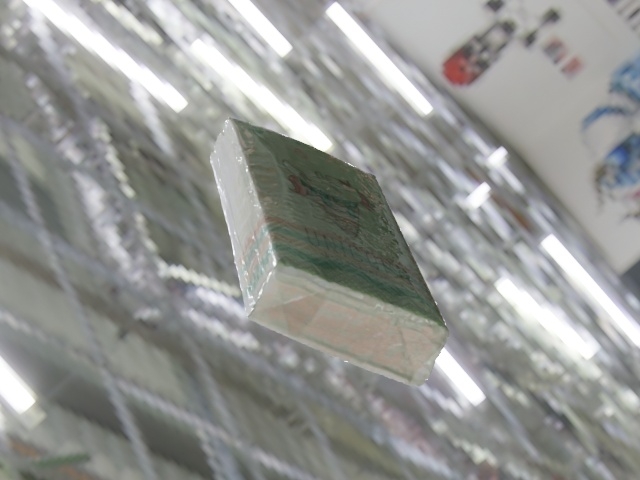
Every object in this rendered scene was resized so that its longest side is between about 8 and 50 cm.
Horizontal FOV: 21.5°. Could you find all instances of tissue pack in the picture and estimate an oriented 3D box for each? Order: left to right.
[{"bbox_3d":[0.000,0.000,0.486,0.056,0.023,0.108,23,-161,-20],"label":"tissue pack"}]
